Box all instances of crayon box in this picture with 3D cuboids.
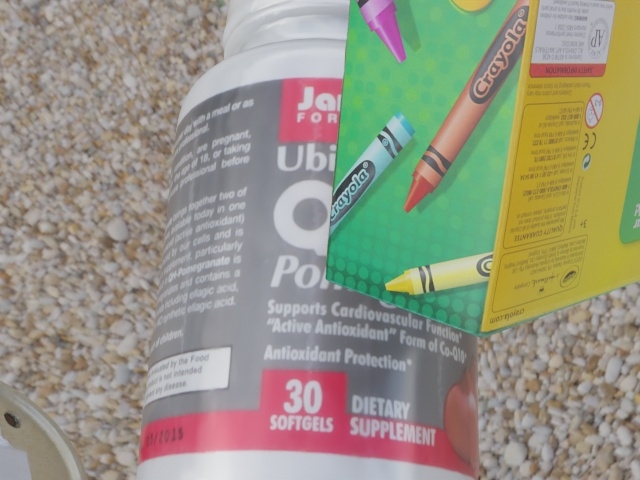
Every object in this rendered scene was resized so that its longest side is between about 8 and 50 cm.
[{"bbox_3d":[0.130,-0.071,0.427,0.081,0.278,0.165,19,110,41],"label":"crayon box"}]

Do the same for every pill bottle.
[{"bbox_3d":[0.000,0.000,0.536,0.176,0.176,0.318,-1,69,10],"label":"pill bottle"}]

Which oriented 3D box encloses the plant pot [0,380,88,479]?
[{"bbox_3d":[-0.254,0.205,0.507,0.274,0.256,0.256,-48,66,15],"label":"plant pot"}]
